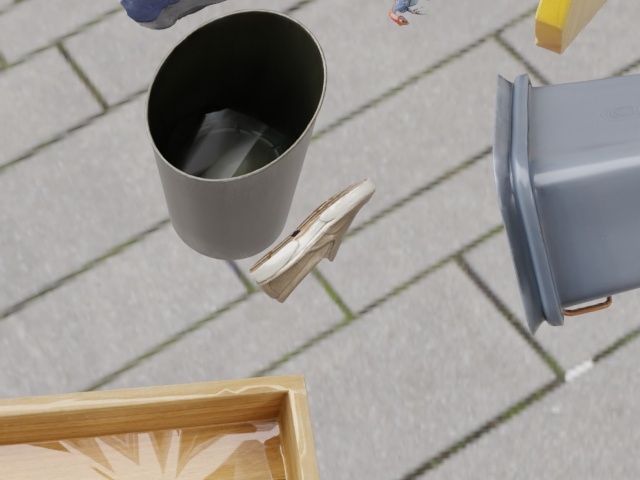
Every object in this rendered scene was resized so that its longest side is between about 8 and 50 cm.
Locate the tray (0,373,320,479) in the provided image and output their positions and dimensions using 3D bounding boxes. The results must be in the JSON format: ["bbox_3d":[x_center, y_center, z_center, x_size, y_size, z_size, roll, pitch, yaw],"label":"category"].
[{"bbox_3d":[-0.203,0.216,1.050,0.411,0.076,0.202,-3,63,-12],"label":"tray"}]

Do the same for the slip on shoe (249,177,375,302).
[{"bbox_3d":[0.000,0.000,1.316,0.135,0.051,0.041,-41,99,-3],"label":"slip on shoe"}]

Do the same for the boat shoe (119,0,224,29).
[{"bbox_3d":[-0.048,-0.212,0.897,0.158,0.127,0.340,-23,12,8],"label":"boat shoe"}]

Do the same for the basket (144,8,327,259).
[{"bbox_3d":[-0.088,-0.085,1.490,0.154,0.227,0.204,29,63,9],"label":"basket"}]

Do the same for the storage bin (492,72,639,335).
[{"bbox_3d":[0.128,-0.021,0.647,0.091,0.098,0.135,-11,21,13],"label":"storage bin"}]

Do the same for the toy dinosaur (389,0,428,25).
[{"bbox_3d":[0.107,-0.301,1.930,0.082,0.047,0.090,-44,16,-30],"label":"toy dinosaur"}]

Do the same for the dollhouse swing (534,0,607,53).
[{"bbox_3d":[0.197,-0.405,1.409,0.315,0.305,0.347,35,32,5],"label":"dollhouse swing"}]
